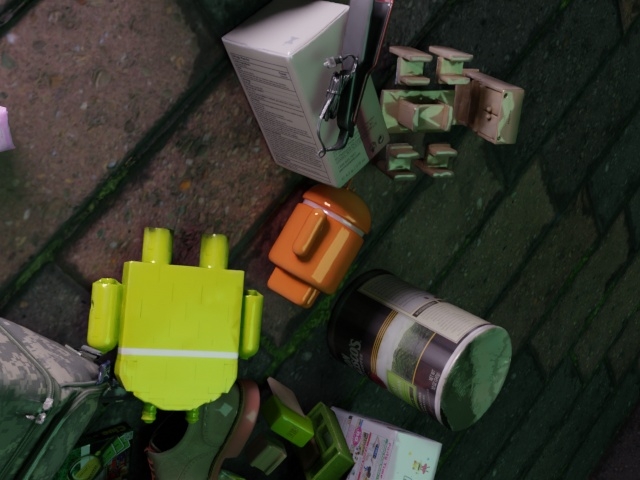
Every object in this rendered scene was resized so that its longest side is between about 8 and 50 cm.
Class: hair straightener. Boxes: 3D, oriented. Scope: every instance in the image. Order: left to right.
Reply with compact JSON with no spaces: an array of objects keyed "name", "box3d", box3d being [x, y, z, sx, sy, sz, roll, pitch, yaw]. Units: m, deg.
[{"name":"hair straightener","box3d":[0.026,-0.218,1.018,0.089,0.047,0.230,4,110,-47]}]

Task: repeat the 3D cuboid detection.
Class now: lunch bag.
[{"name":"lunch bag","box3d":[-0.411,0.237,0.910,0.305,0.213,0.256,-58,155,-5]}]

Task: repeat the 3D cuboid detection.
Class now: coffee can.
[{"name":"coffee can","box3d":[0.178,0.194,1.426,0.202,0.275,0.201,-22,124,-37]}]

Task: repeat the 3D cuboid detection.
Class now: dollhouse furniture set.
[{"name":"dollhouse furniture set","box3d":[-0.121,0.410,1.392,0.198,0.151,0.301,39,98,-28]},{"name":"dollhouse furniture set","box3d":[0.207,-0.236,1.377,0.242,0.161,0.212,-4,114,-21]}]

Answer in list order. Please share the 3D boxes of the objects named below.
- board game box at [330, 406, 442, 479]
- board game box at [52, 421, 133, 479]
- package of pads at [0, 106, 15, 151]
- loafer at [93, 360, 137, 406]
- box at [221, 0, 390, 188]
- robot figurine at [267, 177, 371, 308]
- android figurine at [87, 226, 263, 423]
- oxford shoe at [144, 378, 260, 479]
[{"name":"board game box","box3d":[0.080,0.436,1.398,0.098,0.303,0.223,19,80,-18]},{"name":"board game box","box3d":[-0.355,0.410,1.178,0.136,0.030,0.259,-10,117,-40]},{"name":"package of pads","box3d":[-0.390,-0.118,0.870,0.083,0.032,0.050,-24,123,-36]},{"name":"loafer","box3d":[-0.300,0.209,1.115,0.170,0.062,0.061,21,105,-41]},{"name":"box","box3d":[-0.015,-0.214,1.117,0.127,0.149,0.232,-44,135,-23]},{"name":"robot figurine","box3d":[0.000,0.000,1.260,0.158,0.128,0.219,32,87,-38]},{"name":"android figurine","box3d":[-0.198,0.121,1.092,0.248,0.056,0.272,4,86,-26]},{"name":"oxford shoe","box3d":[-0.225,0.349,1.222,0.130,0.123,0.348,20,106,-27]}]
